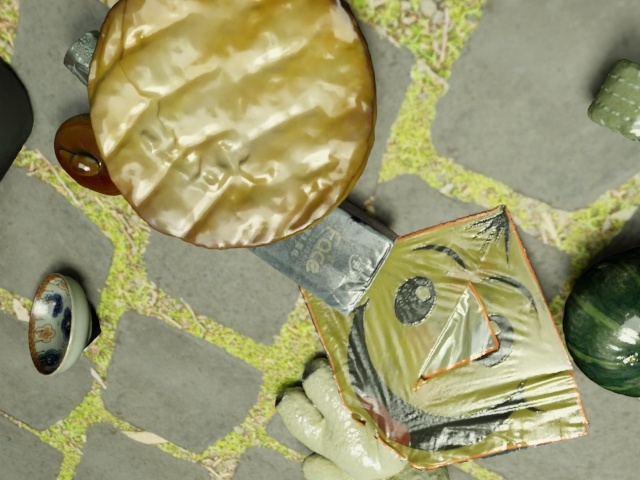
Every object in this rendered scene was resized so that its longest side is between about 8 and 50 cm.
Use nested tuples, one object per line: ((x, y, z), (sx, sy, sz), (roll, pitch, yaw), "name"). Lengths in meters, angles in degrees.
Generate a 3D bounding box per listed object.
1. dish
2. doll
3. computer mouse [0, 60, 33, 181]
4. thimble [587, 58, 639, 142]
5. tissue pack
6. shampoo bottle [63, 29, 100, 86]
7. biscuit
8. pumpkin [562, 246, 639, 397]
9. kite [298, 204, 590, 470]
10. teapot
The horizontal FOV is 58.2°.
((-0.349, 0.119, 0.820), (0.141, 0.078, 0.141), (-8, 79, 42), "dish")
((0.066, 0.282, 0.781), (0.278, 0.149, 0.175), (48, 150, 9), "doll")
((-0.486, -0.124, 0.721), (0.170, 0.100, 0.269), (42, 117, -5), "computer mouse")
((0.312, -0.121, 0.534), (0.109, 0.084, 0.062), (24, 117, 4), "thimble")
((0.000, 0.000, 0.676), (0.156, 0.051, 0.112), (33, 114, 8), "tissue pack")
((-0.195, -0.146, 0.663), (0.063, 0.057, 0.208), (-45, 101, -3), "shampoo bottle")
((-0.087, -0.138, 0.593), (0.296, 0.102, 0.297), (0, 97, 2), "biscuit")
((0.339, 0.084, 0.602), (0.167, 0.125, 0.167), (0, 131, -1), "pumpkin")
((0.140, 0.106, 0.676), (0.377, 0.013, 0.328), (30, 103, 18), "kite")
((-0.262, -0.097, 0.689), (0.129, 0.078, 0.098), (23, 118, 2), "teapot")
